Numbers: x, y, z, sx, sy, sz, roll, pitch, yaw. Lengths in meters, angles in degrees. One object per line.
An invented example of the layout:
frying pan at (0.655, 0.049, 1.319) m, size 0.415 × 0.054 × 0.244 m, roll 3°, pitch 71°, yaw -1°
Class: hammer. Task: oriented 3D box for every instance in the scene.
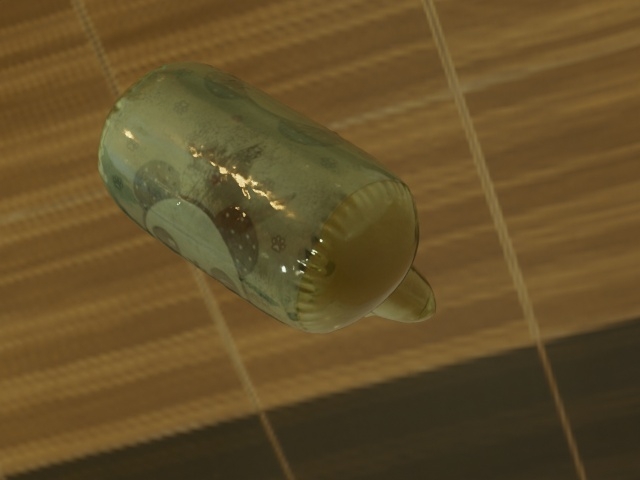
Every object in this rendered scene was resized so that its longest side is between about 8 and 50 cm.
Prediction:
hammer at (0.000, 0.000, 1.062) m, size 0.113 × 0.202 × 0.305 m, roll -54°, pitch 151°, yaw 0°
